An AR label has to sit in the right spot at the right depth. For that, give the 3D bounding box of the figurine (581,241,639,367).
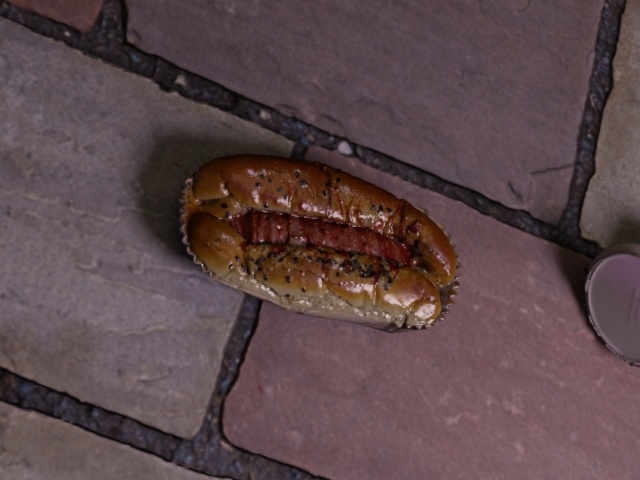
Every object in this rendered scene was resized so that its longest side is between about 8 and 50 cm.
[{"bbox_3d":[0.348,0.043,1.212,0.153,0.132,0.132,-21,78,-36],"label":"figurine"}]

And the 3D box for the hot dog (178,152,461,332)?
[{"bbox_3d":[0.000,0.000,1.123,0.267,0.075,0.144,14,70,-11],"label":"hot dog"}]
